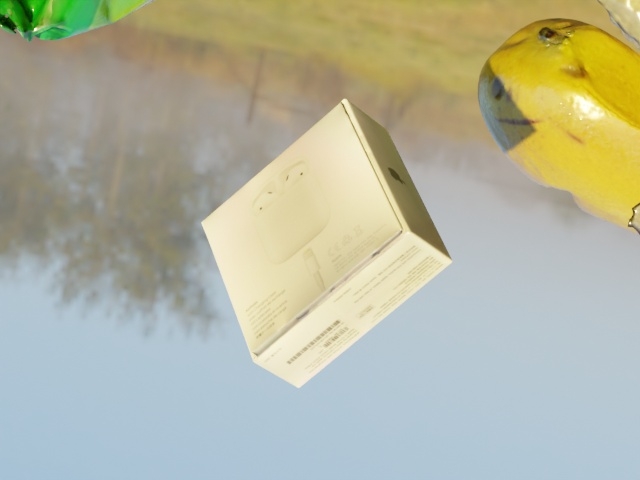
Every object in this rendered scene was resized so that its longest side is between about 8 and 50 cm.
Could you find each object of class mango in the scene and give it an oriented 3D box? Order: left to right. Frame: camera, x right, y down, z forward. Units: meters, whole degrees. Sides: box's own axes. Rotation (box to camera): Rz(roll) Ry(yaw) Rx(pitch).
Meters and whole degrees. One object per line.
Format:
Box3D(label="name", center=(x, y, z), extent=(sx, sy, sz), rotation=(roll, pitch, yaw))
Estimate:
Box3D(label="mango", center=(0.257, -0.089, 1.703), extent=(0.262, 0.130, 0.167), rotation=(35, 154, -3))

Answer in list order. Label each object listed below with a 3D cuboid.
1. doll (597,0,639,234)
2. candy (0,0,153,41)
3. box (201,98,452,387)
Box3D(label="doll", center=(0.132, -0.082, 0.665), extent=(0.286, 0.202, 0.091), rotation=(7, 157, -24))
Box3D(label="candy", center=(-0.050, -0.156, 0.711), extent=(0.203, 0.141, 0.078), rotation=(-24, 169, -15))
Box3D(label="box", center=(0.000, 0.000, 1.207), extent=(0.051, 0.130, 0.129), rotation=(35, -158, -42))
